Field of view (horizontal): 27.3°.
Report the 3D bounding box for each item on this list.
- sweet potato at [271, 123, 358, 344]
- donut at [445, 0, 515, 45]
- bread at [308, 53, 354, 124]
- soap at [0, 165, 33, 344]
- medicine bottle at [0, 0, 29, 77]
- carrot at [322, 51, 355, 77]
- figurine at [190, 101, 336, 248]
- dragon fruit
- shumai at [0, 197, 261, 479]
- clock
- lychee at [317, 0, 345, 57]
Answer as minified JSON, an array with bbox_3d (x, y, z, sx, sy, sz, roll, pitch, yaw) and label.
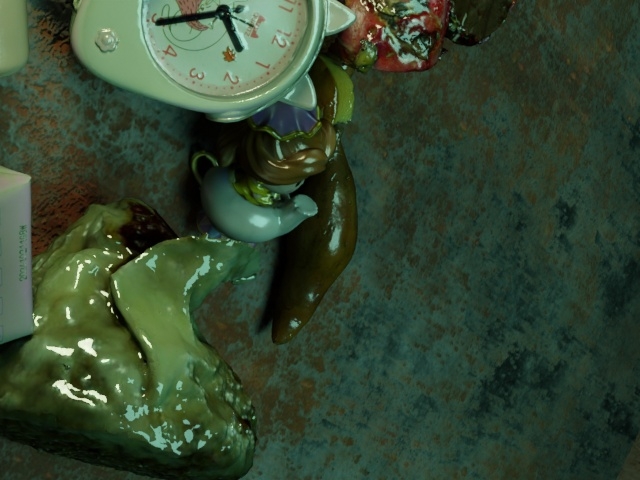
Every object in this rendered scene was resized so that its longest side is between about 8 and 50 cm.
[{"bbox_3d":[0.002,-0.005,2.063,0.112,0.112,0.359,-5,109,-50],"label":"sweet potato"},{"bbox_3d":[0.235,-0.441,2.104,0.270,0.103,0.269,-32,131,-46],"label":"donut"},{"bbox_3d":[-0.030,-0.214,1.889,0.086,0.156,0.125,-6,86,-53],"label":"bread"},{"bbox_3d":[-0.423,0.010,1.478,0.138,0.182,0.199,-18,121,-45],"label":"soap"},{"bbox_3d":[-0.378,-0.306,1.423,0.114,0.114,0.252,-24,126,-42],"label":"medicine bottle"},{"bbox_3d":[-0.017,-0.180,1.998,0.057,0.057,0.224,23,95,-53],"label":"carrot"},{"bbox_3d":[-0.078,-0.100,1.820,0.263,0.189,0.142,-55,-173,39],"label":"figurine"},{"bbox_3d":[0.092,-0.350,1.926,0.282,0.211,0.147,-58,159,-59],"label":"dragon fruit"},{"bbox_3d":[-0.256,0.115,1.678,0.395,0.395,0.348,29,65,-53],"label":"shumai"},{"bbox_3d":[-0.126,-0.281,1.617,0.324,0.108,0.265,23,100,-19],"label":"clock"},{"bbox_3d":[-0.046,-0.324,1.779,0.188,0.188,0.188,-27,128,-41],"label":"lychee"}]
